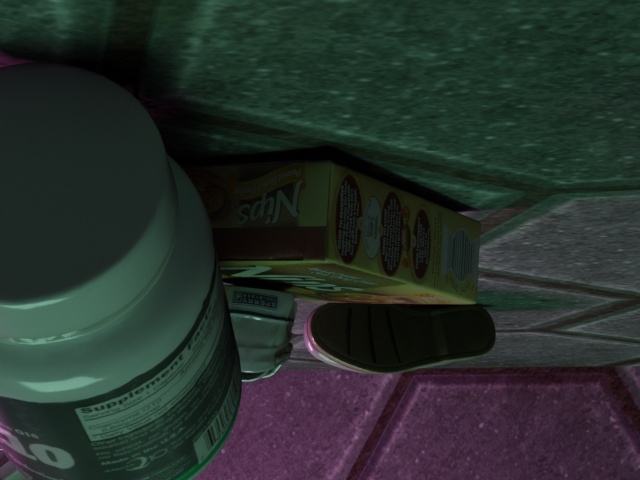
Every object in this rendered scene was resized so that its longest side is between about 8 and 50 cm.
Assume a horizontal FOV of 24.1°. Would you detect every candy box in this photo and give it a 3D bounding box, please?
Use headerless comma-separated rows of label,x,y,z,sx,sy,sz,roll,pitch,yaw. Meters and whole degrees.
candy box,0.000,0.000,1.327,0.183,0.087,0.316,-1,171,28

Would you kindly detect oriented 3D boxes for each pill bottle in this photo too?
pill bottle,-0.169,0.043,1.054,0.204,0.204,0.361,0,152,3

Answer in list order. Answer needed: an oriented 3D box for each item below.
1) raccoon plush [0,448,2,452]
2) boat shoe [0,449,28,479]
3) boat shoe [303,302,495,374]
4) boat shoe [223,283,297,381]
raccoon plush,-0.287,0.152,1.387,0.216,0.446,0.299,21,-173,29
boat shoe,-0.198,0.129,1.259,0.096,0.277,0.098,40,167,-17
boat shoe,0.100,0.143,2.137,0.302,0.113,0.103,5,164,-29
boat shoe,-0.071,0.088,1.387,0.095,0.084,0.258,7,175,2
